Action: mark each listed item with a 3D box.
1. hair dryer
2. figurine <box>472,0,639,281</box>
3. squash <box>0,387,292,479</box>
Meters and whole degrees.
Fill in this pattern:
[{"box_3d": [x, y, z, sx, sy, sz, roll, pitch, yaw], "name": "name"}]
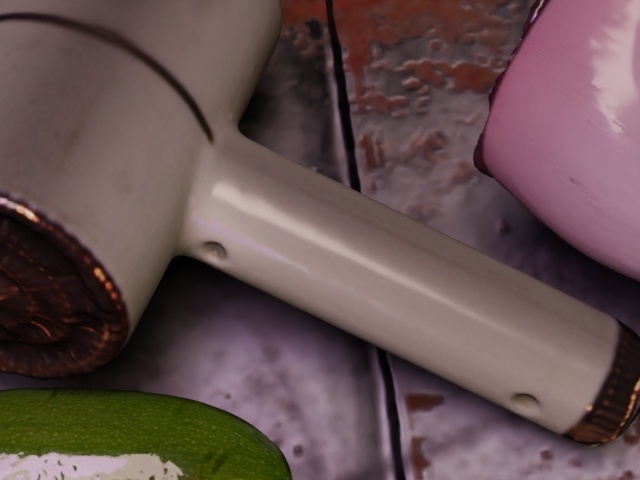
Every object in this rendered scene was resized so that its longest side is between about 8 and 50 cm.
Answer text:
[{"box_3d": [0.000, 0.000, 0.788, 0.362, 0.128, 0.203, 26, 52, -3], "name": "hair dryer"}, {"box_3d": [0.274, -0.053, 0.736, 0.284, 0.206, 0.316, -28, 51, -34], "name": "figurine"}, {"box_3d": [-0.158, 0.108, 0.786, 0.293, 0.082, 0.082, -4, 71, 3], "name": "squash"}]
